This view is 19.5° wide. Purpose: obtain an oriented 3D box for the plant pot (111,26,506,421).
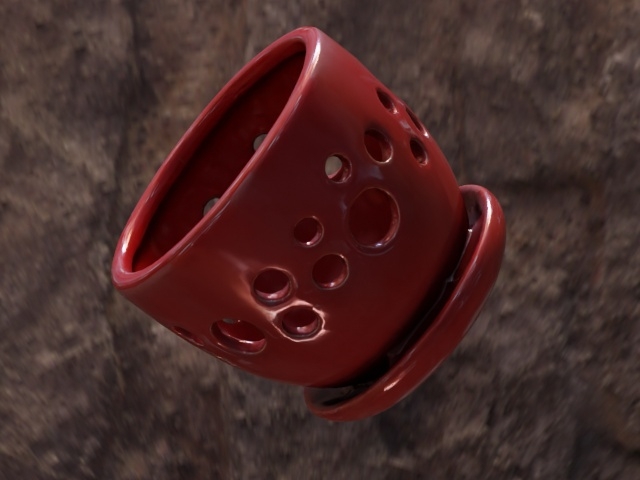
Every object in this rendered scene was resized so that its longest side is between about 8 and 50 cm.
[{"bbox_3d":[0.000,0.000,1.084,0.174,0.191,0.191,38,-104,-15],"label":"plant pot"}]
